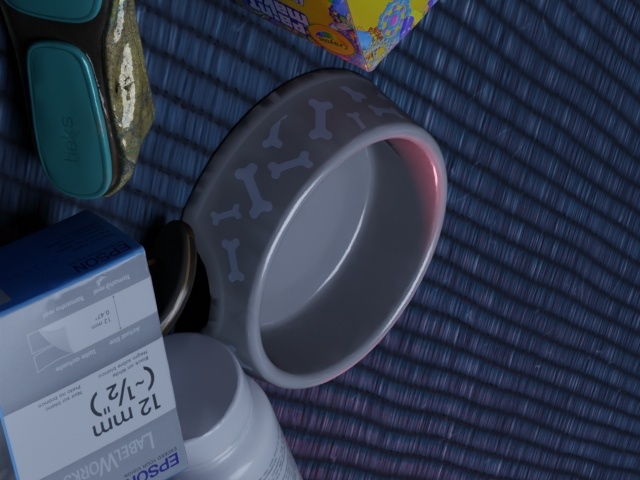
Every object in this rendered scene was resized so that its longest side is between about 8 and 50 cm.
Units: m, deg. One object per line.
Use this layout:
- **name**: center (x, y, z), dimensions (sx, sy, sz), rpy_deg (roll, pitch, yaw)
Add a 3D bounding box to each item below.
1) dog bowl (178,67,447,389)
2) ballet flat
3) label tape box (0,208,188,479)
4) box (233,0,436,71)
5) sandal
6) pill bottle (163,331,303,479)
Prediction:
- **dog bowl**: center (0.000, 0.000, 1.812), dimensions (0.349, 0.102, 0.348), rpy_deg (-34, 140, -34)
- **ballet flat**: center (-0.194, -0.192, 1.391), dimensions (0.123, 0.123, 0.348), rpy_deg (-36, 141, -33)
- **label tape box**: center (-0.250, 0.181, 1.507), dimensions (0.249, 0.115, 0.347), rpy_deg (-26, 122, -28)
- **box**: center (0.042, -0.359, 1.502), dimensions (0.290, 0.177, 0.279), rpy_deg (-48, 146, -19)
- **sandal**: center (-0.192, 0.072, 1.642), dimensions (0.060, 0.090, 0.219), rpy_deg (37, 92, -36)
- **pill bottle**: center (-0.112, 0.227, 1.786), dimensions (0.160, 0.160, 0.283), rpy_deg (-46, 146, -21)
